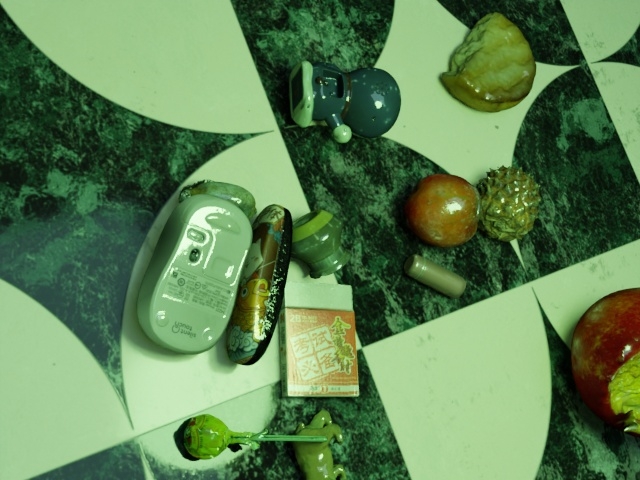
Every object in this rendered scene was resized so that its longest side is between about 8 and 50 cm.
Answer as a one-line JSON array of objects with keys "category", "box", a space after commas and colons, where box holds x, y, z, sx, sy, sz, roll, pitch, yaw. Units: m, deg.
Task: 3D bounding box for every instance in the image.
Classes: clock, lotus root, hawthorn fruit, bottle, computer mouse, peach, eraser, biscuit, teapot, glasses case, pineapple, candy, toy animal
[{"category": "clock", "box": [0.059, -0.304, 1.765, 0.243, 0.146, 0.200, 5, 67, -17]}, {"category": "lotus root", "box": [-0.200, -0.078, 1.590, 0.165, 0.088, 0.088, 14, 68, -21]}, {"category": "hawthorn fruit", "box": [0.265, -0.065, 1.778, 0.173, 0.173, 0.173, 8, 70, -24]}, {"category": "bottle", "box": [0.253, 0.079, 1.786, 0.140, 0.053, 0.053, 27, 64, -17]}, {"category": "computer mouse", "box": [-0.240, 0.059, 1.510, 0.184, 0.121, 0.297, 20, 82, -33]}, {"category": "peach", "box": [0.755, 0.269, 1.831, 0.406, 0.310, 0.335, 5, 109, -14]}, {"category": "eraser", "box": [-0.005, 0.199, 1.628, 0.157, 0.038, 0.230, 5, 73, -25]}, {"category": "biscuit", "box": [0.428, -0.424, 2.014, 0.213, 0.091, 0.274, 43, 59, -5]}, {"category": "teapot", "box": [0.000, 0.000, 1.657, 0.119, 0.130, 0.166, 60, 26, -15]}, {"category": "glasses case", "box": [-0.117, 0.082, 1.559, 0.082, 0.122, 0.321, 19, 66, -21]}, {"category": "pineapple", "box": [0.435, -0.099, 1.882, 0.166, 0.166, 0.193, 36, 52, -12]}, {"category": "candy", "box": [-0.117, 0.361, 1.477, 0.262, 0.073, 0.077, 4, 88, -10]}, {"category": "toy animal", "box": [0.000, 0.438, 1.533, 0.101, 0.103, 0.219, -12, 81, -13]}]
